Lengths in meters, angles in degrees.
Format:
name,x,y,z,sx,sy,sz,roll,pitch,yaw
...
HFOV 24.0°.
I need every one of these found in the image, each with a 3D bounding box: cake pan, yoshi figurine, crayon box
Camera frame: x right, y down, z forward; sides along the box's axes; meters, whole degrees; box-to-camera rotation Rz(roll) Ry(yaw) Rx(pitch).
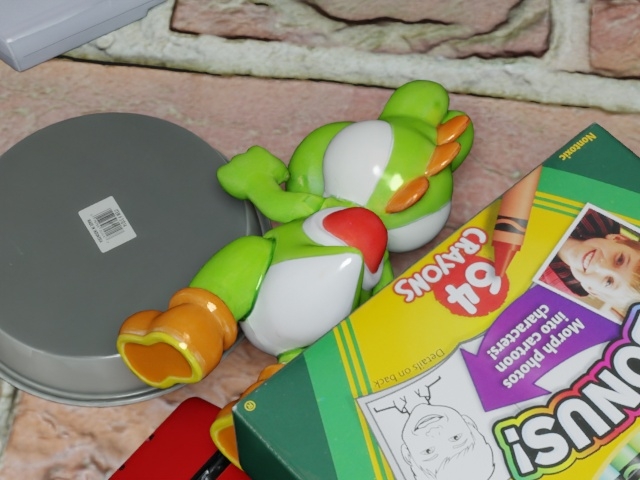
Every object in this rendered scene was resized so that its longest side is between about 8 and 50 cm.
name,x,y,z,sx,sy,sz,roll,pitch,yaw
cake pan,-0.187,0.003,1.324,0.293,0.054,0.293,0,59,1
yoshi figurine,-0.007,0.013,1.247,0.203,0.204,0.362,20,53,29
crayon box,0.177,0.131,1.038,0.363,0.106,0.313,-37,63,-21

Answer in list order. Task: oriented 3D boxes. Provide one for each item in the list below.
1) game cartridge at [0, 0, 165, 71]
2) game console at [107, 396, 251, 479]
name,x,y,z,sx,sy,sz,roll,pitch,yaw
game cartridge,-0.304,-0.309,1.516,0.196,0.060,0.294,-29,62,-11
game console,-0.099,0.214,1.218,0.124,0.085,0.144,47,68,-9
